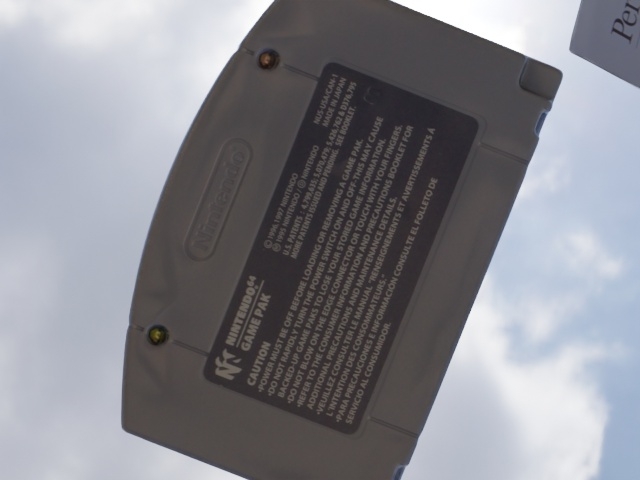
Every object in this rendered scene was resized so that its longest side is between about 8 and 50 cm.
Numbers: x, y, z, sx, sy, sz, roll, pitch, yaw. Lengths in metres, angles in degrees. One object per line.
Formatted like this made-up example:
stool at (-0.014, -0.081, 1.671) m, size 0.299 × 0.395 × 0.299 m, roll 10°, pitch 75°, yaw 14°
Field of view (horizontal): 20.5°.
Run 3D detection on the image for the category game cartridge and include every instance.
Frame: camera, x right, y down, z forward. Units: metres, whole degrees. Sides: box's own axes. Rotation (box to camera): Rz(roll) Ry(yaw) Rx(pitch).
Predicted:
game cartridge at (0.000, 0.000, 1.048) m, size 0.196 × 0.060 × 0.294 m, roll 22°, pitch -88°, yaw -7°

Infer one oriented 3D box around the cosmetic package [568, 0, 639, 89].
cosmetic package at (0.254, -0.172, 0.574) m, size 0.097 × 0.377 × 0.284 m, roll -26°, pitch -132°, yaw -38°
